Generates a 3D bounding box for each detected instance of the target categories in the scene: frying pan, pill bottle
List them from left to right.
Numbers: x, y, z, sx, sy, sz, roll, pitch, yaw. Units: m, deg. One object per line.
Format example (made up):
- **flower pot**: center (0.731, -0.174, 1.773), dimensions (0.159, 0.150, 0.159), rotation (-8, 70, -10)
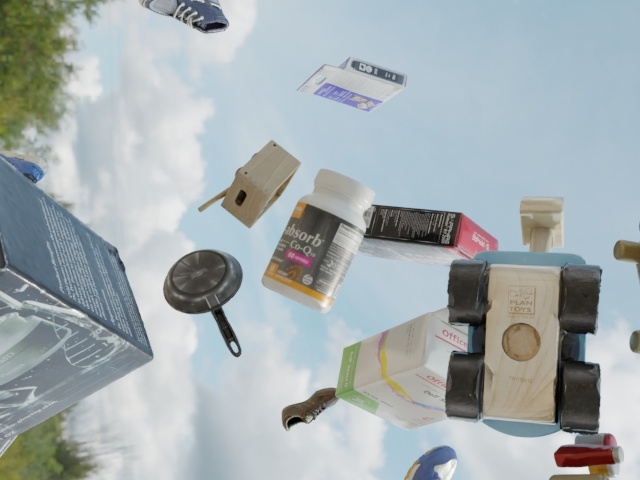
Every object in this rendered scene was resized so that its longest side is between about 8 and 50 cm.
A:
- **frying pan**: center (-0.281, 0.138, 1.959), dimensions (0.053, 0.197, 0.326), rotation (77, 7, -46)
- **pill bottle**: center (0.000, 0.000, 1.765), dimensions (0.162, 0.162, 0.278), rotation (14, -101, 65)

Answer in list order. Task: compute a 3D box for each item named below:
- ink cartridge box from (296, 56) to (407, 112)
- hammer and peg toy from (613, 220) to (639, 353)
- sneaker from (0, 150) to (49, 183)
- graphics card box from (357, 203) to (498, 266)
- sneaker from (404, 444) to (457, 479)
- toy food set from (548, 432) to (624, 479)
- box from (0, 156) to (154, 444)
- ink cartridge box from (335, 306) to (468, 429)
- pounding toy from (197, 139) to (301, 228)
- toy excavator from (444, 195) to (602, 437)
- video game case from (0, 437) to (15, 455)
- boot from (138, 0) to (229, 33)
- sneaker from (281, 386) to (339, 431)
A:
- **ink cartridge box**: center (0.072, -0.382, 2.029), dimensions (0.206, 0.208, 0.045), rotation (160, -59, -67)
- **hammer and peg toy**: center (0.574, 0.001, 1.237), dimensions (0.361, 0.128, 0.265), rotation (106, -8, -50)
- **sneaker**: center (-0.578, -0.117, 1.551), dimensions (0.152, 0.084, 0.058), rotation (8, -39, 32)
- **graphics card box**: center (0.221, -0.010, 2.050), dimensions (0.371, 0.233, 0.094), rotation (6, -102, 35)
- **sneaker**: center (0.239, 0.615, 1.935), dimensions (0.296, 0.112, 0.131), rotation (-51, -149, -11)
- **toy food set**: center (0.416, 0.354, 1.240), dimensions (0.105, 0.232, 0.111), rotation (-13, -88, 38)
- **box**: center (-0.629, 0.134, 1.441), dimensions (0.297, 0.480, 0.471), rotation (63, 4, 31)
- **ink cartridge box**: center (0.216, 0.258, 1.657), dimensions (0.353, 0.207, 0.119), rotation (-32, -144, 49)
- **pounding toy**: center (-0.130, -0.097, 1.521), dimensions (0.100, 0.130, 0.141), rotation (39, -40, 2)
- **toy excavator**: center (0.352, 0.106, 1.415), dimensions (0.445, 0.223, 0.432), rotation (31, 62, -71)
- **video game case**: center (-0.779, 0.422, 1.880), dimensions (0.201, 0.183, 0.023), rotation (25, -25, 24)
- **boot**: center (-0.268, -0.462, 1.681), dimensions (0.069, 0.190, 0.086), rotation (-45, -111, 41)
- **sneaker**: center (-0.022, 0.475, 2.325), dimensions (0.188, 0.066, 0.071), rotation (-28, -144, 17)
